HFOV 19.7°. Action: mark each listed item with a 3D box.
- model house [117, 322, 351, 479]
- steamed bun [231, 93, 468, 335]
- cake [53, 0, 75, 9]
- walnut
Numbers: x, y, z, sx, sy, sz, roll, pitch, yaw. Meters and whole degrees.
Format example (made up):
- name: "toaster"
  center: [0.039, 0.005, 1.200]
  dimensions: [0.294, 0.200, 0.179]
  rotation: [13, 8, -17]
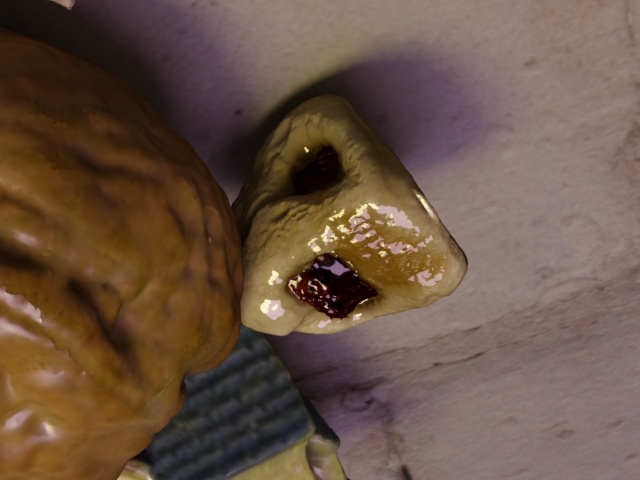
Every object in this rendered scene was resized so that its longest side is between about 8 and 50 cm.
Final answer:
- name: "model house"
  center: [-0.140, 0.186, 1.495]
  dimensions: [0.321, 0.261, 0.266]
  rotation: [-26, 117, -13]
- name: "steamed bun"
  center: [0.000, 0.000, 1.305]
  dimensions: [0.155, 0.172, 0.141]
  rotation: [-39, 123, 1]
- name: "cake"
  center: [-0.203, -0.180, 1.137]
  dimensions: [0.121, 0.065, 0.052]
  rotation: [0, 137, -7]
- name: "walnut"
  center: [-0.219, 0.017, 1.184]
  dimensions: [0.306, 0.306, 0.344]
  rotation: [-32, 135, 20]
